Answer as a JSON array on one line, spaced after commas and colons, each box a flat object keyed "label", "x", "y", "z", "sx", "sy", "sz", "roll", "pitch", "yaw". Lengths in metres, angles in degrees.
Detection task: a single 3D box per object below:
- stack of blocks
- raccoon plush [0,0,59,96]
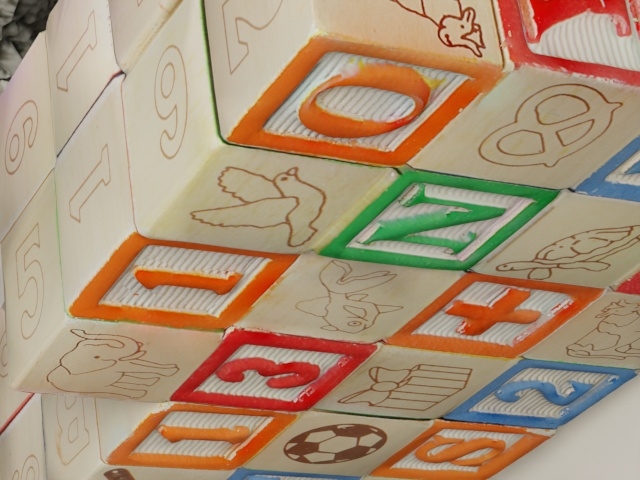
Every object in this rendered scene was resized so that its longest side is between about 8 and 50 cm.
[{"label": "stack of blocks", "x": 0.000, "y": 0.000, "z": 0.522, "sx": 0.297, "sy": 0.171, "sz": 0.087, "roll": -45, "pitch": 45, "yaw": 50}, {"label": "raccoon plush", "x": -0.083, "y": -0.183, "z": 0.693, "sx": 0.299, "sy": 0.446, "sz": 0.216, "roll": 44, "pitch": 128, "yaw": 18}]
